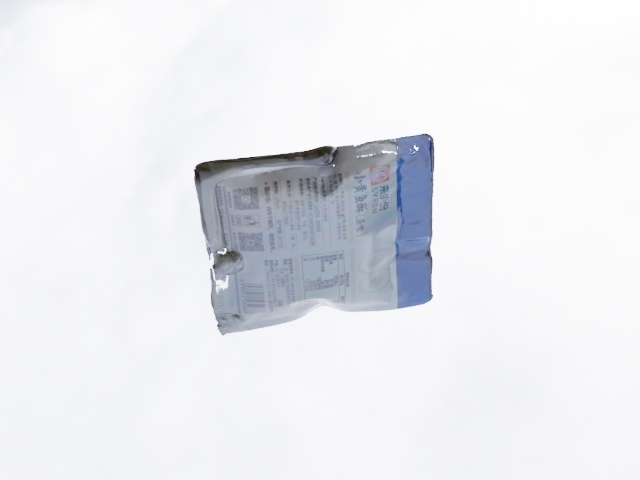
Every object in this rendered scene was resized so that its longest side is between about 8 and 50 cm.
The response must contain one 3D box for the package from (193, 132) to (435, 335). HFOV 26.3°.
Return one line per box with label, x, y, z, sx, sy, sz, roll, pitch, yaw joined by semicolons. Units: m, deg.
package;0.000;0.000;1.006;0.173;0.171;0.027;-9;-139;-7
